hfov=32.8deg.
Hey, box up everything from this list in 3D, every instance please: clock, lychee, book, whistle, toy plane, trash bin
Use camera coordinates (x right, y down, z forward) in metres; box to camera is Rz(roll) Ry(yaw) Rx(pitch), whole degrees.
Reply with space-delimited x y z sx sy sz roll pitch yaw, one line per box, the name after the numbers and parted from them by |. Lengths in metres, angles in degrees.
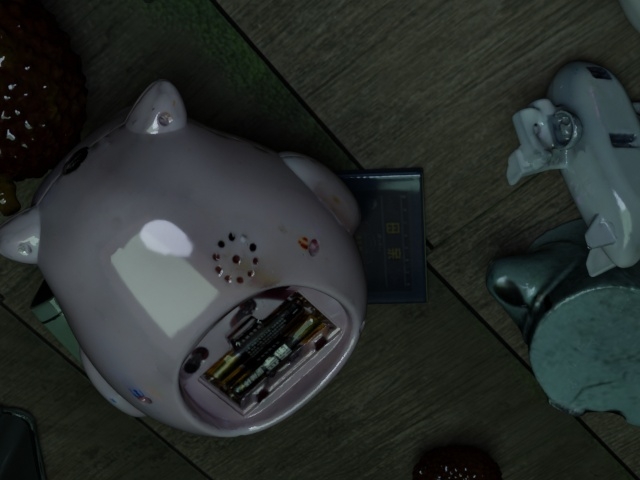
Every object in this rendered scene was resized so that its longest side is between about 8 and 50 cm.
-0.135 0.035 1.205 0.368 0.250 0.377 -42 126 6 | clock
-0.398 -0.165 1.192 0.276 0.276 0.304 -27 80 19 | lychee
0.190 0.345 1.518 0.129 0.123 0.123 2 121 18 | lychee
0.000 0.000 1.391 0.269 0.025 0.191 -1 119 6 | book
0.382 0.144 1.357 0.188 0.168 0.405 -32 112 20 | whistle
0.310 -0.085 1.221 0.245 0.244 0.117 31 147 -13 | toy plane
-0.307 0.098 1.421 0.059 0.116 0.130 -27 114 20 | trash bin

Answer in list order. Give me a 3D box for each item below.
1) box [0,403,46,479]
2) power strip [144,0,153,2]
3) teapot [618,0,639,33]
-0.497 0.370 1.584 0.163 0.135 0.243 2 119 4 | box
-0.302 -0.407 1.146 0.066 0.092 0.387 -31 112 22 | power strip
0.415 -0.284 1.130 0.204 0.139 0.298 -40 107 22 | teapot
